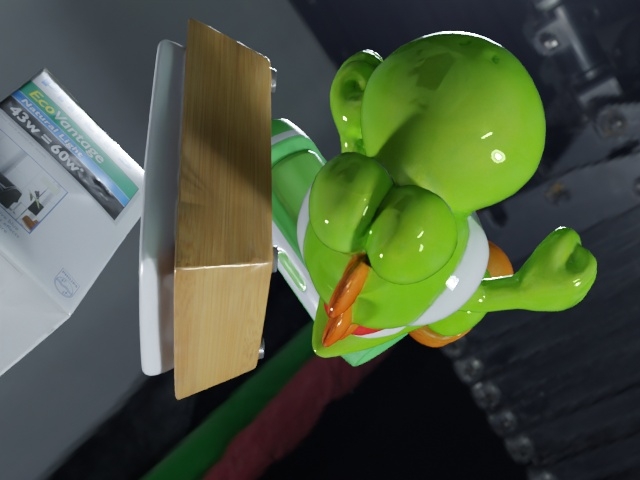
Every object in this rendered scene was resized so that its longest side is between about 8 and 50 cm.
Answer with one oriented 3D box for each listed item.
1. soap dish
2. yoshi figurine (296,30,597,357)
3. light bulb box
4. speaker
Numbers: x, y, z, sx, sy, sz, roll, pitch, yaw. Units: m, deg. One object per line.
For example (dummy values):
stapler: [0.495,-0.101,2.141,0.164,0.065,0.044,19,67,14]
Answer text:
soap dish: [-0.106,-0.028,1.010,0.118,0.229,0.291,2,-126,-7]
yoshi figurine: [0.080,-0.030,0.718,0.203,0.203,0.362,-6,173,6]
light bulb box: [-0.431,0.023,1.285,0.358,0.225,0.361,-37,-165,22]
speaker: [0.000,0.000,1.277,0.131,0.297,0.131,-33,167,-8]
